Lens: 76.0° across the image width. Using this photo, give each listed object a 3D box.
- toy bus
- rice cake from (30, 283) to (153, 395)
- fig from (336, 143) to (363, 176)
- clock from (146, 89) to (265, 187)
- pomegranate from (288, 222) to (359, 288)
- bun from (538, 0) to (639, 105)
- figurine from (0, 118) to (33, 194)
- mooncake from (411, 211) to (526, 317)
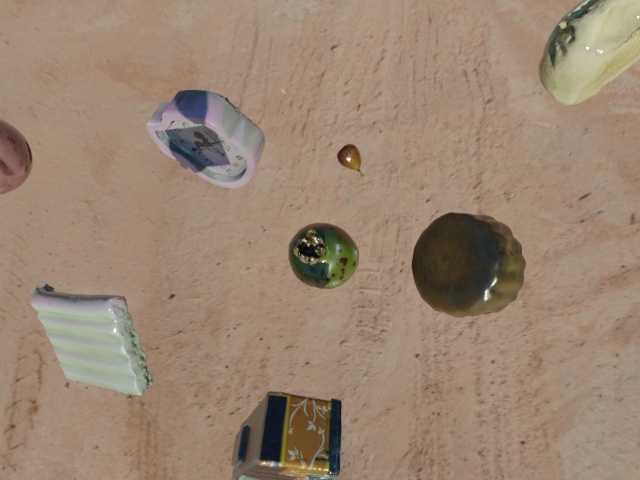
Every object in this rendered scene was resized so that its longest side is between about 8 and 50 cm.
[{"bbox_3d":[-0.085,0.475,0.949,0.194,0.323,0.161,15,50,-14],"label":"toy bus"},{"bbox_3d":[-0.353,0.153,0.628,0.198,0.037,0.189,6,117,25],"label":"rice cake"},{"bbox_3d":[0.118,-0.286,1.486,0.089,0.089,0.125,-38,85,0],"label":"fig"},{"bbox_3d":[-0.334,-0.297,1.237,0.339,0.338,0.102,12,64,14],"label":"clock"},{"bbox_3d":[0.017,0.049,1.356,0.243,0.306,0.242,1,86,-10],"label":"pomegranate"},{"bbox_3d":[0.539,-0.388,0.802,0.229,0.229,0.145,-34,73,1],"label":"bun"},{"bbox_3d":[-0.285,-0.073,0.347,0.071,0.067,0.083,-46,58,36],"label":"figurine"},{"bbox_3d":[0.402,0.066,1.111,0.161,0.290,0.290,6,71,-33],"label":"mooncake"}]
